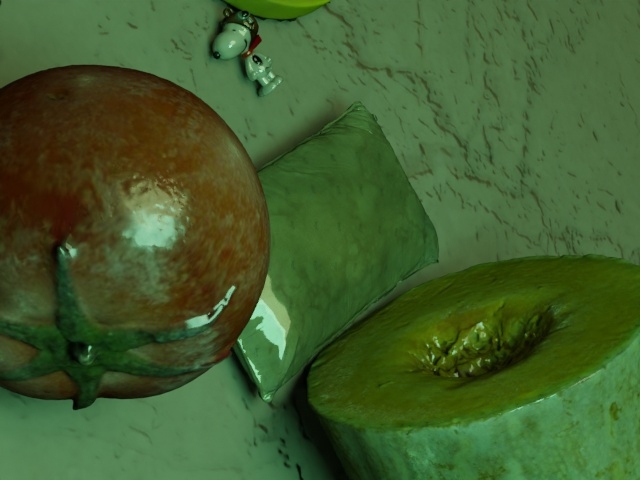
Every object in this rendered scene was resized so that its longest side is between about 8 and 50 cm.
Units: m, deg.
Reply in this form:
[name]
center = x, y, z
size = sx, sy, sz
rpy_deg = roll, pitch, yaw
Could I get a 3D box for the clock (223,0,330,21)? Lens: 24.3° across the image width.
[clock]
center = -0.060, -0.362, 1.474
size = 0.293, 0.071, 0.277
rpy_deg = 35, 54, -30

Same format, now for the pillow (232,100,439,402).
[pillow]
center = 0.000, 0.000, 1.398
size = 0.302, 0.075, 0.184
rpy_deg = -37, 103, -43

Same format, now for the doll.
[doll]
center = -0.067, -0.182, 1.427
size = 0.085, 0.040, 0.058
rpy_deg = 34, 67, -25

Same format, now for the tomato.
[tomato]
center = -0.167, -0.010, 1.117
size = 0.265, 0.265, 0.264
rpy_deg = 17, 64, -39

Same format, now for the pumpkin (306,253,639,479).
[pumpkin]
center = 0.164, 0.162, 1.342
size = 0.332, 0.332, 0.199
rpy_deg = -41, 119, -43
